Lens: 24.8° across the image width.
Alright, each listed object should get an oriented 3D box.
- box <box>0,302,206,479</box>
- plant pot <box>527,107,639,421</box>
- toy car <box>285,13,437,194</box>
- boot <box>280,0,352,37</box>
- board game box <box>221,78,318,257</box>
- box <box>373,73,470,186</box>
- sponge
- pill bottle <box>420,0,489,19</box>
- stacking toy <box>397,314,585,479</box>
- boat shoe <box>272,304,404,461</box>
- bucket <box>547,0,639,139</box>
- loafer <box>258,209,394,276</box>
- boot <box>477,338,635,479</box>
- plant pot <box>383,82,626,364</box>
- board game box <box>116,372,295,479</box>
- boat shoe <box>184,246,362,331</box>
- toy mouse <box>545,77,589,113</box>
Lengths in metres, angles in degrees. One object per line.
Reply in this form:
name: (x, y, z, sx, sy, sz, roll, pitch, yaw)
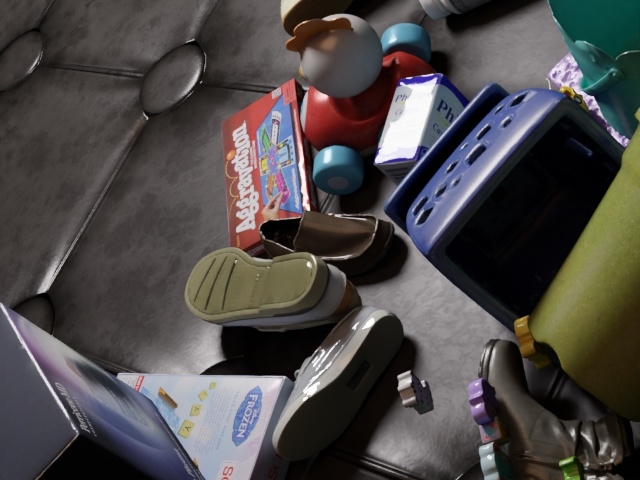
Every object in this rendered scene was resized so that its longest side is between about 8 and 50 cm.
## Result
box: (-0.297, 0.270, 1.751, 0.183, 0.294, 0.296, -48, 41, 2)
plant pot: (0.358, 0.045, 1.496, 0.254, 0.276, 0.276, -52, 39, 14)
toy car: (0.027, -0.227, 1.992, 0.210, 0.238, 0.219, -20, 48, 30)
boot: (0.029, -0.456, 2.282, 0.262, 0.095, 0.203, -39, 40, 18)
board game box: (-0.078, -0.106, 2.156, 0.145, 0.027, 0.281, -30, 44, 23)
box: (0.148, -0.126, 1.891, 0.072, 0.126, 0.137, -6, 56, 40)
sponge: (0.379, -0.189, 1.807, 0.117, 0.031, 0.210, -42, 42, 9)
pill bottle: (0.211, -0.369, 2.060, 0.137, 0.078, 0.078, -22, 47, 28)
stacking toy: (0.181, 0.208, 1.547, 0.167, 0.052, 0.221, -26, 56, 23)
boat shoe: (0.012, 0.176, 1.827, 0.227, 0.079, 0.081, -50, 33, -11)
bucket: (0.411, -0.253, 1.673, 0.281, 0.183, 0.281, -15, 45, 16)
loafer: (0.000, 0.000, 1.962, 0.220, 0.078, 0.080, -7, 55, 38)
boot: (0.263, 0.208, 1.579, 0.161, 0.083, 0.246, -18, 56, 25)
plant pot: (0.229, -0.034, 1.667, 0.236, 0.236, 0.212, -50, 26, 0)
board game box: (-0.193, 0.329, 1.890, 0.318, 0.066, 0.319, -3, 58, 41)
boat shoe: (-0.069, 0.077, 1.948, 0.302, 0.103, 0.113, 3, 68, 52)
toy mouse: (0.291, -0.133, 1.832, 0.143, 0.031, 0.161, -59, 24, 33)
